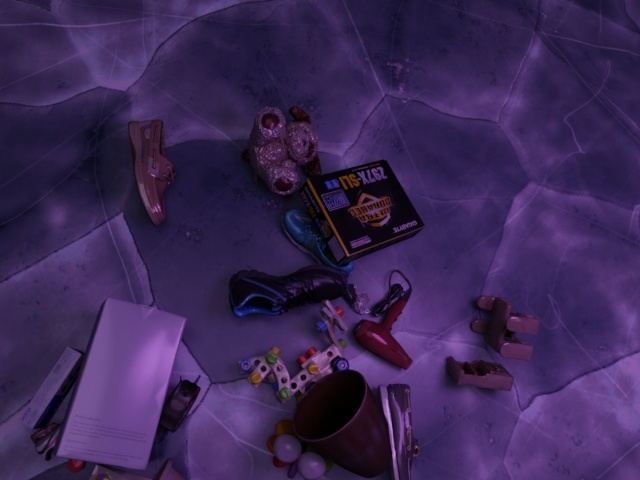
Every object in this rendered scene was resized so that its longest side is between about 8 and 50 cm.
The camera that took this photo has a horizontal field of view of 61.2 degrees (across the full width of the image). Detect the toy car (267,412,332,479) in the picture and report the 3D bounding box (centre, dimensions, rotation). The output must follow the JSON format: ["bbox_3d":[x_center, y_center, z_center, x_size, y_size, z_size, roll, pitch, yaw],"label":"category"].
[{"bbox_3d":[-0.059,0.562,1.426,0.181,0.159,0.136,35,106,3],"label":"toy car"}]

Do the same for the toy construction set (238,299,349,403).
[{"bbox_3d":[-0.044,0.322,1.495,0.327,0.151,0.215,-39,82,-6],"label":"toy construction set"}]

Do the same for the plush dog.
[{"bbox_3d":[-0.106,-0.286,1.667,0.225,0.210,0.263,-20,105,-27],"label":"plush dog"}]

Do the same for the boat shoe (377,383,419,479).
[{"bbox_3d":[0.222,0.546,1.476,0.091,0.109,0.305,-5,70,-5],"label":"boat shoe"}]

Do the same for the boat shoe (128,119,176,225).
[{"bbox_3d":[-0.487,-0.210,1.596,0.110,0.122,0.342,-12,74,-11],"label":"boat shoe"}]

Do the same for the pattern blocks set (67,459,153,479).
[{"bbox_3d":[-0.523,0.663,1.378,0.324,0.026,0.286,10,72,-5],"label":"pattern blocks set"}]

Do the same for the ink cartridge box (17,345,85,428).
[{"bbox_3d":[-0.685,0.381,1.402,0.046,0.097,0.207,28,71,1],"label":"ink cartridge box"}]

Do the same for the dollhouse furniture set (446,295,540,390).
[{"bbox_3d":[0.475,0.287,1.541,0.160,0.212,0.242,9,99,-7],"label":"dollhouse furniture set"}]

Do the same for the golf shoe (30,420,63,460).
[{"bbox_3d":[-0.635,0.486,1.391,0.186,0.067,0.086,-29,81,-20],"label":"golf shoe"}]

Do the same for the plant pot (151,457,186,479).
[{"bbox_3d":[-0.309,0.723,1.219,0.305,0.334,0.334,33,72,-5],"label":"plant pot"}]

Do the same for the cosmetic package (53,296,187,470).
[{"bbox_3d":[-0.502,0.358,1.367,0.217,0.156,0.386,22,65,-22],"label":"cosmetic package"}]

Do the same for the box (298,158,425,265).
[{"bbox_3d":[0.126,-0.093,1.614,0.321,0.079,0.257,-18,72,-35],"label":"box"}]

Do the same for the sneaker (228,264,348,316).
[{"bbox_3d":[-0.087,0.158,1.521,0.340,0.125,0.140,-5,33,-2],"label":"sneaker"}]

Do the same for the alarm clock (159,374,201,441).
[{"bbox_3d":[-0.381,0.447,1.417,0.064,0.129,0.192,26,98,2],"label":"alarm clock"}]

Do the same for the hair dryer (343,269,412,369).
[{"bbox_3d":[0.198,0.235,1.582,0.223,0.080,0.294,-12,76,-12],"label":"hair dryer"}]

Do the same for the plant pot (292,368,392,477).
[{"bbox_3d":[0.081,0.487,1.370,0.215,0.215,0.231,-42,112,-17],"label":"plant pot"}]

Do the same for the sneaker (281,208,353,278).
[{"bbox_3d":[0.000,0.000,1.608,0.275,0.110,0.107,43,72,6],"label":"sneaker"}]
